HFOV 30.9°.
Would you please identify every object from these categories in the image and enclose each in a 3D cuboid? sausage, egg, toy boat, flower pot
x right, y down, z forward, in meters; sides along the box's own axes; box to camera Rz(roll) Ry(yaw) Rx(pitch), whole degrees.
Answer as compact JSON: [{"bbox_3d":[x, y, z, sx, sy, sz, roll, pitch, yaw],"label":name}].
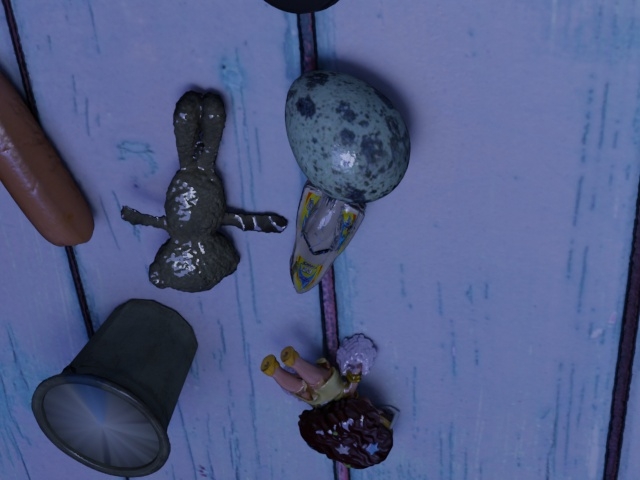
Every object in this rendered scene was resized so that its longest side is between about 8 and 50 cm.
[{"bbox_3d":[-0.400,-0.111,1.556,0.086,0.086,0.289,-11,124,28],"label":"sausage"},{"bbox_3d":[0.028,-0.122,1.349,0.172,0.132,0.132,49,129,-5],"label":"egg"},{"bbox_3d":[0.000,0.000,1.505,0.084,0.066,0.210,24,133,3],"label":"toy boat"},{"bbox_3d":[-0.285,0.207,1.693,0.212,0.203,0.212,10,130,12],"label":"flower pot"}]

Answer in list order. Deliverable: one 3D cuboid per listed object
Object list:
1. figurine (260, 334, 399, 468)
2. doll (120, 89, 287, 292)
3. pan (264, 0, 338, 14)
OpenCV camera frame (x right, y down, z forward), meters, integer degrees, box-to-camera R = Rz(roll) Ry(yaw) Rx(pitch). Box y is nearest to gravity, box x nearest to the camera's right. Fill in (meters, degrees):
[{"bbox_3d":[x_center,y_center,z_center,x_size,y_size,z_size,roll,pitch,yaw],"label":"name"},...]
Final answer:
[{"bbox_3d":[0.015,0.230,1.654,0.174,0.116,0.240,-24,116,34],"label":"figurine"},{"bbox_3d":[-0.171,-0.052,1.515,0.202,0.091,0.286,-27,132,-1],"label":"doll"},{"bbox_3d":[-0.003,-0.335,1.253,0.136,0.028,0.235,37,131,-12],"label":"pan"}]
